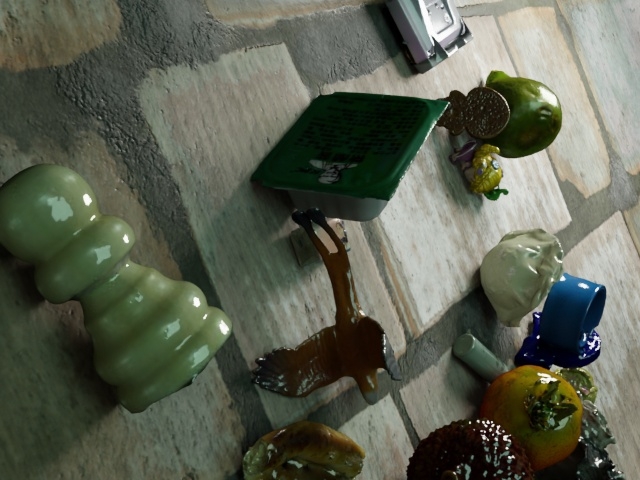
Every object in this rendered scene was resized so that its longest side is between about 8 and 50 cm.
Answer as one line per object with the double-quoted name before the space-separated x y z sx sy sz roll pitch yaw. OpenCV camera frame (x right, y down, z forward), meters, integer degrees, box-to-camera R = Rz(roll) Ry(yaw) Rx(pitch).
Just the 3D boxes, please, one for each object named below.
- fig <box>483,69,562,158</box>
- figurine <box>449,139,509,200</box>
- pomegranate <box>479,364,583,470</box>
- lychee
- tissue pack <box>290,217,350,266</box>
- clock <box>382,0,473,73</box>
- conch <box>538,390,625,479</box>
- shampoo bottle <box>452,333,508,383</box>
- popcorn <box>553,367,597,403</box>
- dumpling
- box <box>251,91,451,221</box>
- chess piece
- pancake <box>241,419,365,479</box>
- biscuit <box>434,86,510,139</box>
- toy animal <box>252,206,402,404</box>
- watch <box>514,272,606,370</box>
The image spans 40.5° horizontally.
"fig" 0.457 -0.328 2.109 0.206 0.206 0.275 30 26 -38
"figurine" 0.383 -0.157 1.982 0.095 0.115 0.156 -48 113 -36
"pomegranate" 0.426 0.353 1.735 0.210 0.235 0.210 2 70 -6
"lychee" 0.268 0.432 1.529 0.271 0.236 0.236 40 43 -65
"tissue pack" 0.000 0.000 1.527 0.094 0.059 0.074 -20 93 -50
"clock" 0.255 -0.507 2.002 0.253 0.083 0.186 -43 107 -48
"conch" 0.558 0.435 1.858 0.313 0.186 0.240 -66 149 -58
"shampoo bottle" 0.355 0.266 1.823 0.195 0.056 0.056 39 49 -32
"popcorn" 0.597 0.343 2.037 0.097 0.109 0.089 -67 168 3
"dumpling" 0.447 0.066 1.898 0.147 0.193 0.258 32 40 -25
"box" 0.064 -0.144 1.554 0.336 0.264 0.106 -56 145 -43
"chess piece" -0.282 0.044 1.120 0.330 0.182 0.182 52 43 -13
"pancake" -0.021 0.399 1.343 0.266 0.057 0.244 31 54 -38
"biscuit" 0.341 -0.290 1.968 0.026 0.175 0.124 84 9 -80
"toy animal" 0.033 0.128 1.472 0.302 0.225 0.284 39 42 -61
"watch" 0.551 0.179 1.943 0.196 0.171 0.200 -49 147 -49
